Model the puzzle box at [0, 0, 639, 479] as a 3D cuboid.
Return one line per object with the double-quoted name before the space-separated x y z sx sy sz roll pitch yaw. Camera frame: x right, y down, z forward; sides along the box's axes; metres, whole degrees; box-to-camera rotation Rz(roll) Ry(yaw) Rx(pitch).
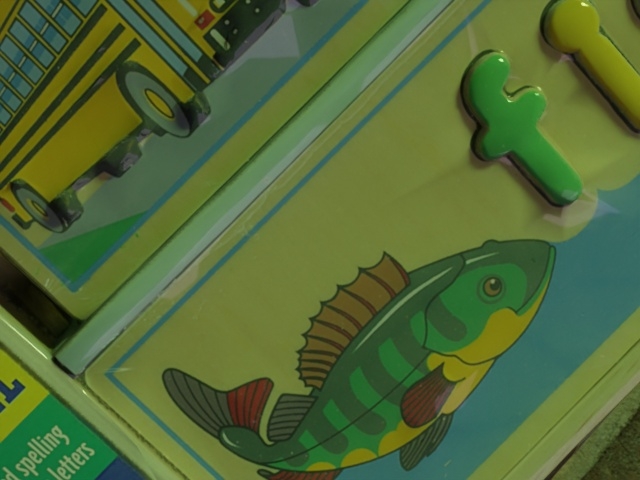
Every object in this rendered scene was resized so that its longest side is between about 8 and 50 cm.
"puzzle box" -0.004 -0.046 0.407 0.409 0.272 0.052 -45 -166 -1
